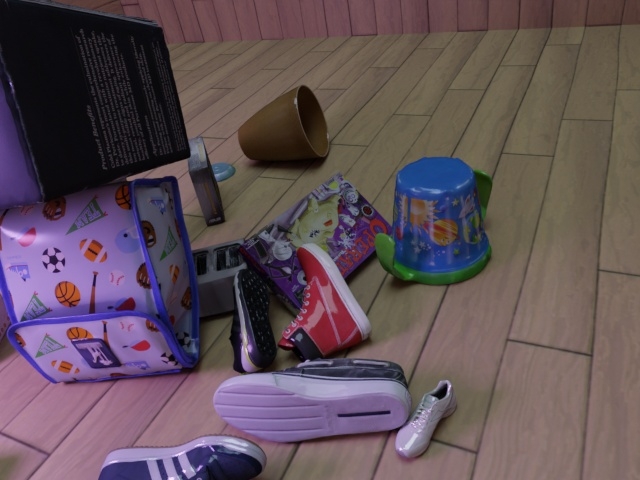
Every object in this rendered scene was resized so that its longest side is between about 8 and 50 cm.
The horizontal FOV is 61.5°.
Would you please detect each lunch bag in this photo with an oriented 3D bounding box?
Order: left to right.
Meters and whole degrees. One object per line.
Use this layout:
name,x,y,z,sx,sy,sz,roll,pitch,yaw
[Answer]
lunch bag,-0.428,0.089,1.062,0.328,0.385,0.239,-8,8,11

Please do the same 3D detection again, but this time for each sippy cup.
sippy cup,0.260,-0.057,1.205,0.240,0.224,0.305,1,37,17

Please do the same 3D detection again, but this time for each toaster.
toaster,-0.239,0.090,1.235,0.168,0.110,0.185,-14,35,-2

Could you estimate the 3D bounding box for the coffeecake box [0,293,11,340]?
coffeecake box,-0.794,0.186,1.226,0.068,0.142,0.185,-12,34,0

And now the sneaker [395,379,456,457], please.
sneaker,0.171,0.287,0.884,0.054,0.061,0.152,22,48,36

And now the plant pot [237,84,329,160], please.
plant pot,-0.134,-0.356,1.765,0.254,0.237,0.237,-13,32,21

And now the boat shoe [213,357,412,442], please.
boat shoe,-0.012,0.268,0.937,0.335,0.121,0.119,0,21,7

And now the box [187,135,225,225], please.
box,-0.340,-0.178,1.581,0.056,0.183,0.231,-16,34,-7

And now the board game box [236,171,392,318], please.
board game box,0.000,0.000,1.249,0.208,0.056,0.347,49,55,1

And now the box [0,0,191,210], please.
box,-0.573,-0.220,0.967,0.480,0.297,0.472,-7,13,15

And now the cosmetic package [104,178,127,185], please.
cosmetic package,-0.536,-0.061,1.371,0.129,0.296,0.153,-31,37,-25

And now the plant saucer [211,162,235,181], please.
plant saucer,-0.345,-0.231,1.799,0.119,0.021,0.119,-8,35,6

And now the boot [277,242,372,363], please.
boot,-0.031,0.127,1.093,0.176,0.088,0.244,-25,63,-14

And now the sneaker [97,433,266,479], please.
sneaker,-0.224,0.389,0.813,0.282,0.099,0.153,-11,29,13

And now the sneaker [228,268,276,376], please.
sneaker,-0.158,0.165,1.089,0.097,0.084,0.234,-35,46,27
